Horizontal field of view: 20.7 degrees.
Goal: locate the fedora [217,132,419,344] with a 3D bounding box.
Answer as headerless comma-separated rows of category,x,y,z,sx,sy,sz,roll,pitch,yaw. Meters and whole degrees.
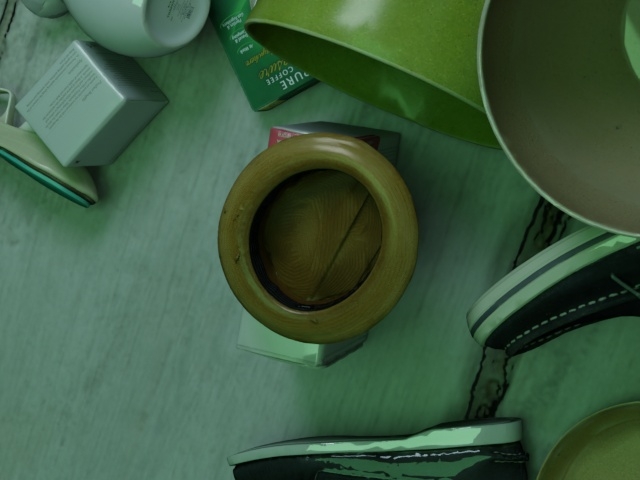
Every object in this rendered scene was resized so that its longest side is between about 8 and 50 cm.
fedora,0.006,-0.006,1.549,0.194,0.079,0.194,4,103,19

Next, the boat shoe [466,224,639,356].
boat shoe,0.366,0.024,1.525,0.500,0.187,0.156,-19,82,17

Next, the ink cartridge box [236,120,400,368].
ink cartridge box,0.000,0.000,1.677,0.092,0.158,0.218,10,99,17

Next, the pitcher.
pitcher,-0.195,-0.280,1.733,0.207,0.125,0.178,27,102,44

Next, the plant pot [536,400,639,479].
plant pot,0.317,0.265,1.647,0.236,0.032,0.236,2,96,22

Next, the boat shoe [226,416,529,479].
boat shoe,0.053,0.231,1.704,0.302,0.114,0.091,-8,86,23

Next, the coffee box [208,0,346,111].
coffee box,-0.054,-0.232,1.739,0.113,0.040,0.184,-29,84,24

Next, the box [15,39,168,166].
box,-0.232,-0.139,1.787,0.101,0.102,0.087,-45,77,19

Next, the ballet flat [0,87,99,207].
ballet flat,-0.327,-0.115,1.844,0.248,0.086,0.086,23,103,19

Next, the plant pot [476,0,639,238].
plant pot,0.291,-0.161,1.426,0.284,0.191,0.284,6,106,22

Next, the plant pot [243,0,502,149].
plant pot,0.116,-0.269,1.573,0.275,0.275,0.293,23,87,18
